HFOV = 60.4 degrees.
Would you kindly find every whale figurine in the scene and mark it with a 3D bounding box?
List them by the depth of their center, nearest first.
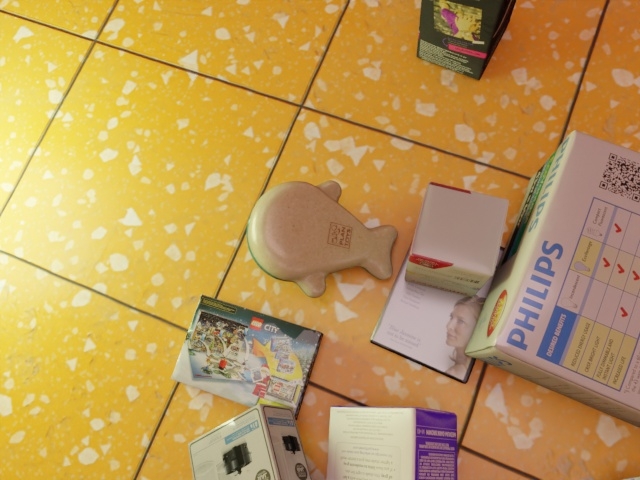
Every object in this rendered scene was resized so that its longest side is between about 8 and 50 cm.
[{"bbox_3d":[0.000,0.000,0.995,0.272,0.141,0.216,12,76,-16],"label":"whale figurine"}]

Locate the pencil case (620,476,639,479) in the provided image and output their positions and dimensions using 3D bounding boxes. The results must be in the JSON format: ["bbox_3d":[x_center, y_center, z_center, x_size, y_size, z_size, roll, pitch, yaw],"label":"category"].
[{"bbox_3d":[0.477,0.460,0.740,0.124,0.113,0.273,21,37,1],"label":"pencil case"}]

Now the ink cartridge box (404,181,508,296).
[{"bbox_3d":[0.216,0.005,0.905,0.128,0.176,0.127,14,74,9],"label":"ink cartridge box"}]

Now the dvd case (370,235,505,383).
[{"bbox_3d":[0.219,0.101,0.982,0.180,0.022,0.253,22,78,12],"label":"dvd case"}]

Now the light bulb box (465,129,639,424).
[{"bbox_3d":[0.467,0.082,0.844,0.361,0.225,0.357,23,79,9],"label":"light bulb box"}]

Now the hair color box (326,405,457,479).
[{"bbox_3d":[0.099,0.422,0.807,0.185,0.110,0.338,-18,59,47],"label":"hair color box"}]

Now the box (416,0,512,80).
[{"bbox_3d":[0.274,-0.444,0.990,0.143,0.270,0.165,26,79,12],"label":"box"}]

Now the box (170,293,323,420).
[{"bbox_3d":[-0.129,0.206,0.983,0.233,0.044,0.159,16,78,11],"label":"box"}]

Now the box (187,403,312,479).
[{"bbox_3d":[-0.091,0.419,0.834,0.169,0.087,0.290,-32,56,20],"label":"box"}]
